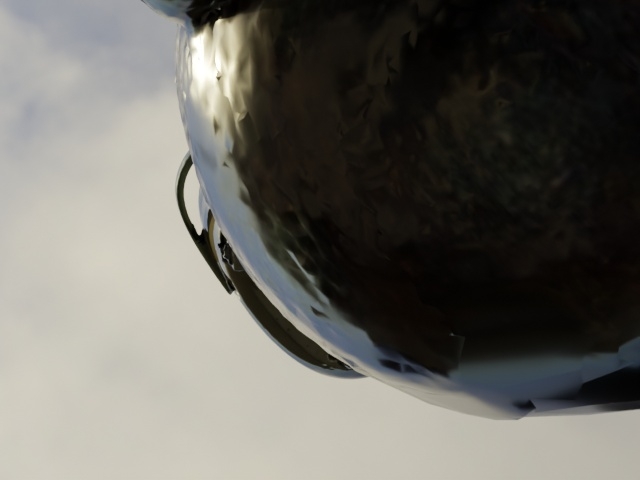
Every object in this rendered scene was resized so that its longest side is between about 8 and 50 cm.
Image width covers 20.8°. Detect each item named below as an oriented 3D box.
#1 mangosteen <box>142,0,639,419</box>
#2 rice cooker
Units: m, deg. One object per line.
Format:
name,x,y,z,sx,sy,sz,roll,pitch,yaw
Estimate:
mangosteen,0.073,-0.091,0.644,0.330,0.330,0.330,18,-61,34
rice cooker,0.000,0.000,1.161,0.206,0.145,0.127,53,4,-31
